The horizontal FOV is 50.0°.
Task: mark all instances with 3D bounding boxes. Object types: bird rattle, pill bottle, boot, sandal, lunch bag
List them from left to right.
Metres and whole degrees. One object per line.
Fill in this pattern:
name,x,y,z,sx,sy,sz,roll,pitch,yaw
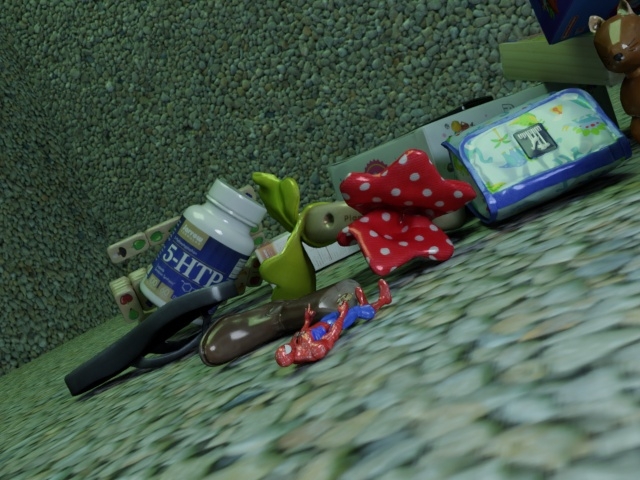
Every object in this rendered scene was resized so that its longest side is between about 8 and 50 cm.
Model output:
sandal,-0.184,0.119,0.787,0.254,0.054,0.097,-34,-8,24
pill bottle,-0.159,0.014,0.961,0.186,0.112,0.112,-58,2,3
boot,-0.031,0.066,0.559,0.114,0.037,0.106,-16,11,43
bird rattle,0.053,-0.029,0.675,0.207,0.143,0.253,-7,-8,-46
lunch bag,0.194,-0.075,0.634,0.129,0.096,0.151,-25,18,6

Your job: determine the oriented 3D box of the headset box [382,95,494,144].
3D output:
headset box,0.189,-0.139,1.258,0.283,0.131,0.246,-24,3,29

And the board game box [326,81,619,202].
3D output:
board game box,0.194,-0.121,0.895,0.303,0.097,0.224,-23,5,-28

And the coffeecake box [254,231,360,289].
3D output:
coffeecake box,0.000,0.000,1.028,0.185,0.068,0.142,-25,4,-2

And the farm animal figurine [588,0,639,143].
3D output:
farm animal figurine,0.316,-0.211,0.423,0.327,0.172,0.330,-26,-13,-35

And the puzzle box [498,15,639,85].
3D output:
puzzle box,0.455,-0.261,0.812,0.409,0.052,0.272,-16,15,-5

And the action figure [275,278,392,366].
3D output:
action figure,0.006,0.057,0.469,0.038,0.030,0.115,-16,10,39

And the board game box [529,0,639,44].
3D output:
board game box,0.321,-0.306,0.554,0.233,0.078,0.347,-19,-11,1

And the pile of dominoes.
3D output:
pile of dominoes,-0.189,0.049,1.049,0.251,0.196,0.040,-26,41,-17
